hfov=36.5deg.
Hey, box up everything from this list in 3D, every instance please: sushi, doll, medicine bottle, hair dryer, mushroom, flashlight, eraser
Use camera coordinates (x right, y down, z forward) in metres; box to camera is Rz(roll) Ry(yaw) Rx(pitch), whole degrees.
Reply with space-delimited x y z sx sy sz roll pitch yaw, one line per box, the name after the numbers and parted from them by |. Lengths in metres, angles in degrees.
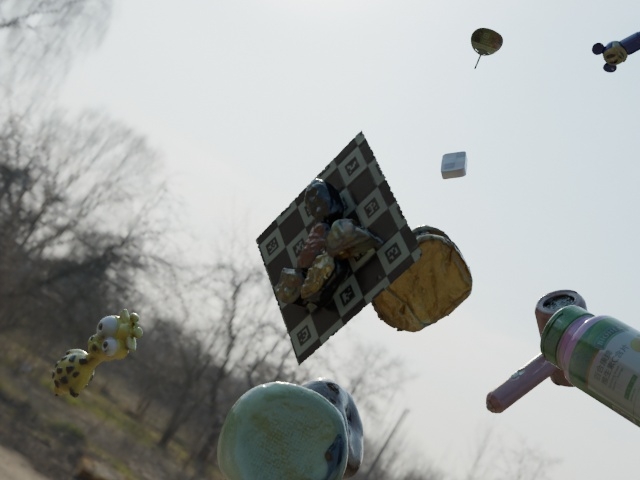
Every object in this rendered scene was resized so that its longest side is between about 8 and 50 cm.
0.000 0.000 1.883 0.064 0.343 0.359 25 31 -39 | sushi
-0.494 0.253 2.129 0.086 0.291 0.117 16 46 -49 | doll
0.480 0.204 1.539 0.133 0.133 0.274 42 -6 -39 | medicine bottle
0.508 0.286 2.280 0.125 0.352 0.210 14 -52 52 | hair dryer
0.005 0.461 2.349 0.267 0.267 0.254 37 -51 -22 | mushroom
0.475 -0.297 1.469 0.121 0.035 0.057 -26 -64 32 | flashlight
0.344 -0.194 2.501 0.065 0.105 0.026 -9 -62 18 | eraser

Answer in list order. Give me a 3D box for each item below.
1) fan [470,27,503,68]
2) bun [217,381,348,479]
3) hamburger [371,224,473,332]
0.305 -0.371 1.844 0.060 0.080 0.003 44 25 -16 | fan
-0.091 0.458 2.120 0.293 0.293 0.187 33 -24 -4 | bun
0.260 0.105 2.633 0.259 0.283 0.144 61 0 -11 | hamburger
